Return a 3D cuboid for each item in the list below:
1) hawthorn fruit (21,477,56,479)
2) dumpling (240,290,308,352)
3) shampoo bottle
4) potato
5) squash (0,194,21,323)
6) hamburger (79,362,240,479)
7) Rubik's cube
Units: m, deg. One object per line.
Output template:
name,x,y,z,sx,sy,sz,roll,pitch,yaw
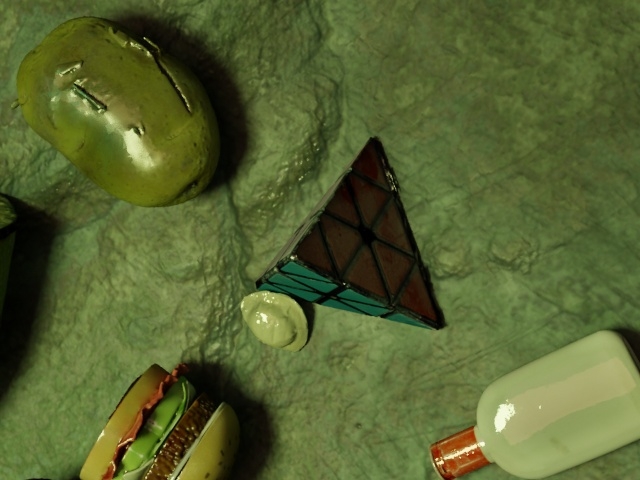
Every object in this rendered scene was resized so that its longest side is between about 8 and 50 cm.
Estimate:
hawthorn fruit,-0.275,0.385,1.123,0.266,0.210,0.230,12,82,7
dumpling,-0.046,0.082,1.101,0.059,0.043,0.077,-44,76,22
shampoo bottle,0.210,0.174,1.003,0.221,0.051,0.108,-28,83,19
potato,-0.213,-0.139,1.109,0.248,0.143,0.169,42,115,14
squash,-0.514,0.093,1.169,0.310,0.310,0.308,20,107,19
hamburger,-0.159,0.224,1.093,0.137,0.175,0.175,32,102,5
Rubik's cube,0.000,0.000,1.087,0.178,0.211,0.190,-20,51,40
